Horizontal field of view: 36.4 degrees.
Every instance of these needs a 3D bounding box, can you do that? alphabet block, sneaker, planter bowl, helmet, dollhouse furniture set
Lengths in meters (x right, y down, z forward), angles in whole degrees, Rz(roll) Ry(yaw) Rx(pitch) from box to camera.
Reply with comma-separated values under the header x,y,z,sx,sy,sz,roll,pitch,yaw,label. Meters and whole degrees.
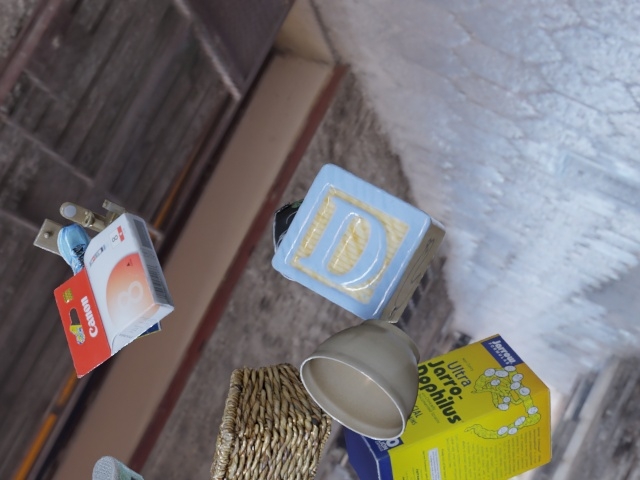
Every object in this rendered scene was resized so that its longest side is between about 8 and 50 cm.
x,y,z,sx,sy,sz,roll,pitch,yaw,label
0.066,0.009,1.552,0.193,0.192,0.197,31,-176,15,alphabet block
-0.439,0.042,1.829,0.073,0.063,0.162,10,122,55,sneaker
0.069,0.177,1.323,0.162,0.109,0.162,26,145,20,planter bowl
-0.450,0.629,2.198,0.094,0.256,0.151,-14,146,25,sneaker
0.000,0.000,1.868,0.161,0.169,0.169,-5,167,9,helmet
-0.452,-0.017,1.891,0.123,0.144,0.151,26,180,-33,dollhouse furniture set

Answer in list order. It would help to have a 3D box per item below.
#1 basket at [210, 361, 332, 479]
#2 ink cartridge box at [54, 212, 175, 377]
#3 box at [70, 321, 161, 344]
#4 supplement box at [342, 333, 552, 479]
x,y,z,sx,sy,sz,roll,pitch,yaw,label
-0.145,0.378,1.757,0.223,0.299,0.213,-6,-144,-32,basket
-0.283,0.071,1.264,0.045,0.179,0.145,27,-147,-56,ink cartridge box
-0.383,0.163,1.821,0.054,0.059,0.169,-5,-172,45,box
0.240,0.360,1.871,0.194,0.356,0.195,-127,23,-53,supplement box
